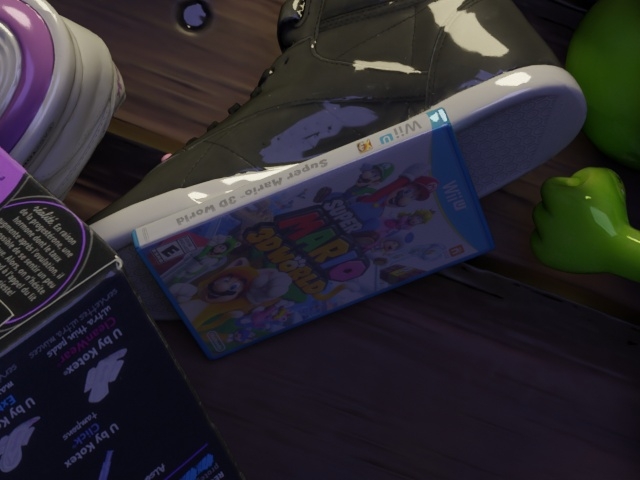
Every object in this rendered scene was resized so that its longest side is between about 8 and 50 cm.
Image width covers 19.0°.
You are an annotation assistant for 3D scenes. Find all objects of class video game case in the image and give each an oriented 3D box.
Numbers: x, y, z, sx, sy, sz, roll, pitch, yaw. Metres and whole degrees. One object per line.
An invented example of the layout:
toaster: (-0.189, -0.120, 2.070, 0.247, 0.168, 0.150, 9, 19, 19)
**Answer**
video game case: (0.000, 0.000, 0.979, 0.166, 0.119, 0.015, -22, 54, 4)

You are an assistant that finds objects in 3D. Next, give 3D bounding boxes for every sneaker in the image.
sneaker: (-0.208, 0.009, 0.967, 0.305, 0.152, 0.114, -45, 76, 10)
sneaker: (-0.018, -0.065, 1.025, 0.295, 0.104, 0.147, -23, 57, 4)

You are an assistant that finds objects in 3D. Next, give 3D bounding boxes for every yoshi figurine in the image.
yoshi figurine: (0.224, 0.000, 1.029, 0.203, 0.203, 0.362, -8, 95, 30)

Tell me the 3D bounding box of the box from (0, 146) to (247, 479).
box: (-0.130, 0.105, 0.862, 0.143, 0.270, 0.165, -38, 42, -13)
